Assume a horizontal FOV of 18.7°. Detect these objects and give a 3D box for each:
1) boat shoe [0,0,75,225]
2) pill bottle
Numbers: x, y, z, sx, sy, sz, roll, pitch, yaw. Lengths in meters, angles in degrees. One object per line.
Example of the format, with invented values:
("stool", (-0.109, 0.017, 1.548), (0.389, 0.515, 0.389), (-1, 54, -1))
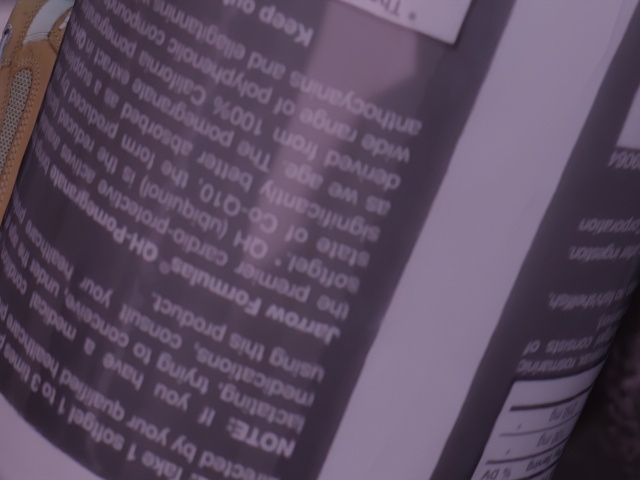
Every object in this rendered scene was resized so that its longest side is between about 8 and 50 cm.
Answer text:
("boat shoe", (-0.105, 0.007, 0.662), (0.072, 0.068, 0.190), (26, 100, 25))
("pill bottle", (0.000, 0.000, 0.557), (0.176, 0.176, 0.318), (26, 109, 12))
